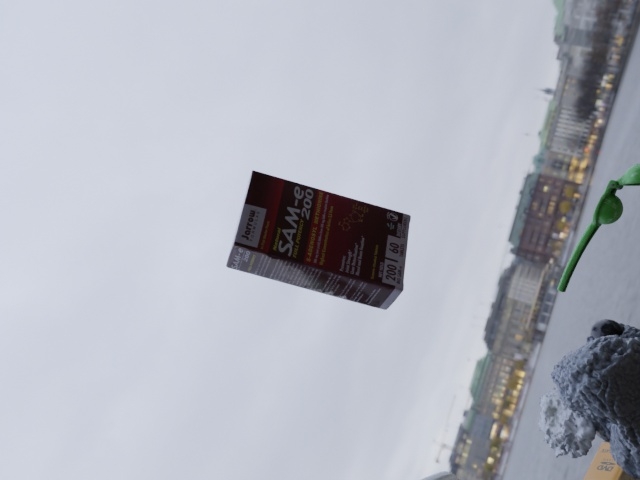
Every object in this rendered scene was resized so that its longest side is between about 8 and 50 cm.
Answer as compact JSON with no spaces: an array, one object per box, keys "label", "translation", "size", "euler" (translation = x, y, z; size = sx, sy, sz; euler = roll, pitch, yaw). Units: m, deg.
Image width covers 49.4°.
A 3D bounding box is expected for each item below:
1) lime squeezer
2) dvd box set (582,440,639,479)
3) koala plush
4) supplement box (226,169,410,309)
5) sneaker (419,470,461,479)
[{"label":"lime squeezer","translation":[0.461,-0.044,1.031],"size":[0.310,0.110,0.059],"euler":[-38,-7,32]},{"label":"dvd box set","translation":[0.338,0.481,0.747],"size":[0.420,0.307,0.062],"euler":[-53,8,-22]},{"label":"koala plush","translation":[0.294,0.141,0.611],"size":[0.196,0.203,0.221],"euler":[-29,-2,-10]},{"label":"supplement box","translation":[0.000,0.000,0.982],"size":[0.073,0.239,0.130],"euler":[117,165,-57]},{"label":"sneaker","translation":[0.183,0.462,0.985],"size":[0.118,0.110,0.292],"euler":[-23,-73,-26]}]
